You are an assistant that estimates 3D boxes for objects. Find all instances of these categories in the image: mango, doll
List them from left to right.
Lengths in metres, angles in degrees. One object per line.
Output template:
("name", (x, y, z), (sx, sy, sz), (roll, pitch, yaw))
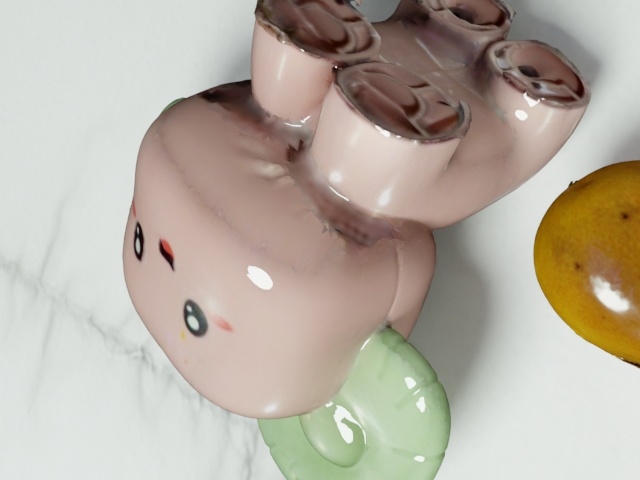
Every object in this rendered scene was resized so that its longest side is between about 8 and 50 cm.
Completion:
("doll", (0.000, 0.000, 0.622), (0.284, 0.216, 0.268), (51, 137, 28))
("mango", (0.183, 0.023, 0.537), (0.159, 0.084, 0.105), (37, 95, 8))
